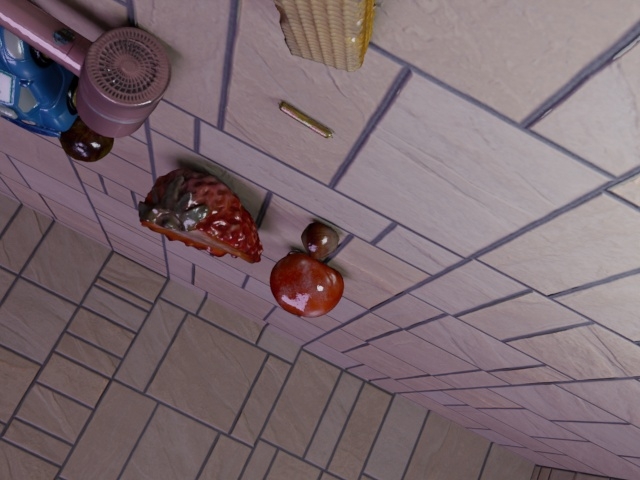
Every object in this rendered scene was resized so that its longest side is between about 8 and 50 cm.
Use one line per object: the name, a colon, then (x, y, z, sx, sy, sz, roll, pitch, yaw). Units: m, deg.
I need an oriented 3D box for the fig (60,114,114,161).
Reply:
fig: (-0.527, -0.220, 1.434, 0.109, 0.103, 0.154, 55, 146, -13)

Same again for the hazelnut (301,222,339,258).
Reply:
hazelnut: (0.000, 0.000, 1.375, 0.086, 0.086, 0.086, 24, 162, 8)

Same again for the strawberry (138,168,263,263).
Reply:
strawberry: (-0.245, -0.054, 1.471, 0.265, 0.149, 0.336, 8, 166, 29)

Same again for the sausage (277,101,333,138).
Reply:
sausage: (-0.023, -0.183, 0.984, 0.100, 0.015, 0.015, 30, 162, -12)

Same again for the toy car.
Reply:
toy car: (-0.554, -0.304, 1.149, 0.198, 0.166, 0.314, 21, 161, 6)

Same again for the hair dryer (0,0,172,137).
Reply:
hair dryer: (-0.412, -0.306, 1.003, 0.352, 0.125, 0.210, 34, 162, -19)

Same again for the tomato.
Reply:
tomato: (-0.036, 0.114, 1.617, 0.187, 0.151, 0.187, 23, 156, 10)

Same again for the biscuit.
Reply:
biscuit: (0.005, -0.218, 0.572, 0.094, 0.054, 0.379, 19, -175, 2)
